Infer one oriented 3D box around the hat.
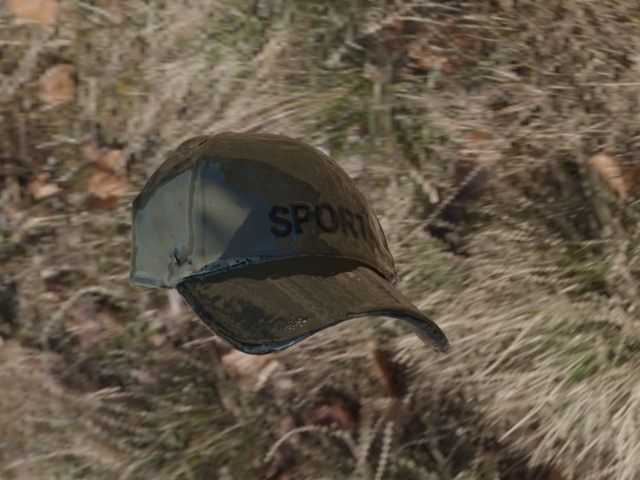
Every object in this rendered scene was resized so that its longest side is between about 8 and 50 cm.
[{"bbox_3d":[0.000,0.000,0.843,0.147,0.175,0.085,1,104,-26],"label":"hat"}]
